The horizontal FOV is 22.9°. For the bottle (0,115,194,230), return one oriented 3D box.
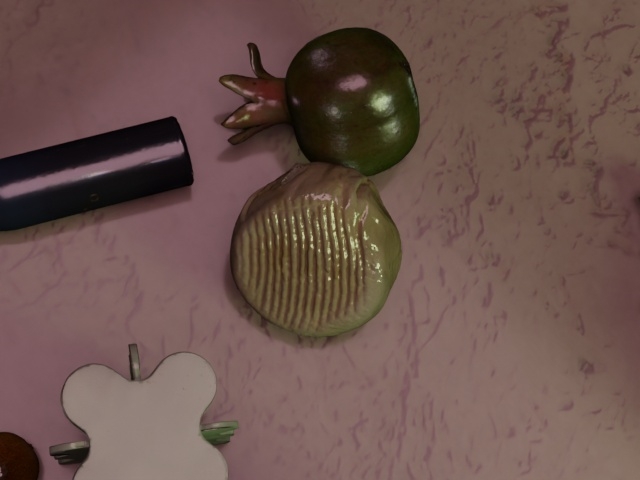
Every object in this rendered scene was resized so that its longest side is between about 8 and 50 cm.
[{"bbox_3d":[-0.250,-0.061,1.545,0.244,0.072,0.082,-16,45,-9],"label":"bottle"}]

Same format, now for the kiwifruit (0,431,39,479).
[{"bbox_3d":[-0.318,0.233,1.482,0.124,0.075,0.075,-42,86,-16],"label":"kiwifruit"}]

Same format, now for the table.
[{"bbox_3d":[-0.160,0.185,1.442,0.167,0.198,0.166,1,79,-6],"label":"table"}]

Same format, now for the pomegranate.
[{"bbox_3d":[0.002,-0.136,1.555,0.191,0.152,0.131,-3,42,16],"label":"pomegranate"}]

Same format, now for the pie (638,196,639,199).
[{"bbox_3d":[0.400,-0.002,1.624,0.170,0.034,0.092,19,76,-8],"label":"pie"}]

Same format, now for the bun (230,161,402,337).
[{"bbox_3d":[0.000,0.000,1.529,0.167,0.113,0.173,30,120,-7],"label":"bun"}]
